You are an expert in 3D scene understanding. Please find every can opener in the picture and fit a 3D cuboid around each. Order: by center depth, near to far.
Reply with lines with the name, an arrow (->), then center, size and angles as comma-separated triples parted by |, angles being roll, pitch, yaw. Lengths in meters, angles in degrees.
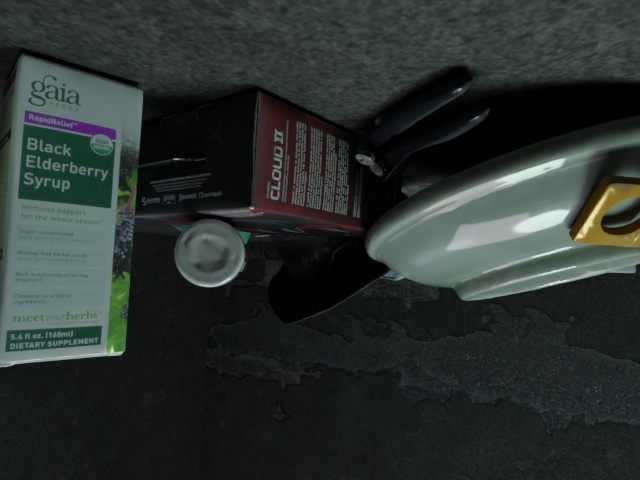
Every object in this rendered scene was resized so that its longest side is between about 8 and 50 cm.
can opener -> 0.084, -0.103, 0.411 | 0.059, 0.073, 0.186 | 43, 167, -6

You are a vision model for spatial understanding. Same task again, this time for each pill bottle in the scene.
pill bottle -> -0.113, 0.015, 0.477 | 0.067, 0.067, 0.120 | 4, 175, -8

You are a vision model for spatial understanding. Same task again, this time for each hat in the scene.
hat -> -0.001, -0.011, 0.792 | 0.134, 0.331, 0.331 | 47, 154, -25

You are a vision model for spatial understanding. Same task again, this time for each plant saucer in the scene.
plant saucer -> 0.255, -0.002, 0.512 | 0.401, 0.100, 0.400 | -11, 164, -3

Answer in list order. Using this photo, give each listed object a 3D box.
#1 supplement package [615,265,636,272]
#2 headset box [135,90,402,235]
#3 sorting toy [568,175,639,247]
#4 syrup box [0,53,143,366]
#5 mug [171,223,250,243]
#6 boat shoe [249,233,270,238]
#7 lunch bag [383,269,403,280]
supplement package -> 0.476, -0.010, 0.833 | 0.244, 0.133, 0.139 | 5, 176, -39
headset box -> -0.068, -0.069, 0.530 | 0.218, 0.110, 0.293 | 0, 175, 38
sorting toy -> 0.381, -0.004, 0.338 | 0.348, 0.047, 0.196 | -4, 133, 7
syrup box -> -0.225, -0.023, 0.387 | 0.093, 0.236, 0.096 | 5, 177, -41
mug -> -0.174, -0.066, 0.693 | 0.158, 0.097, 0.129 | 21, -168, -2
boat shoe -> 0.000, 0.000, 1.307 | 0.501, 0.155, 0.187 | 5, 178, -15
lunch bag -> 0.215, -0.001, 1.033 | 0.224, 0.107, 0.279 | -25, -176, -10
